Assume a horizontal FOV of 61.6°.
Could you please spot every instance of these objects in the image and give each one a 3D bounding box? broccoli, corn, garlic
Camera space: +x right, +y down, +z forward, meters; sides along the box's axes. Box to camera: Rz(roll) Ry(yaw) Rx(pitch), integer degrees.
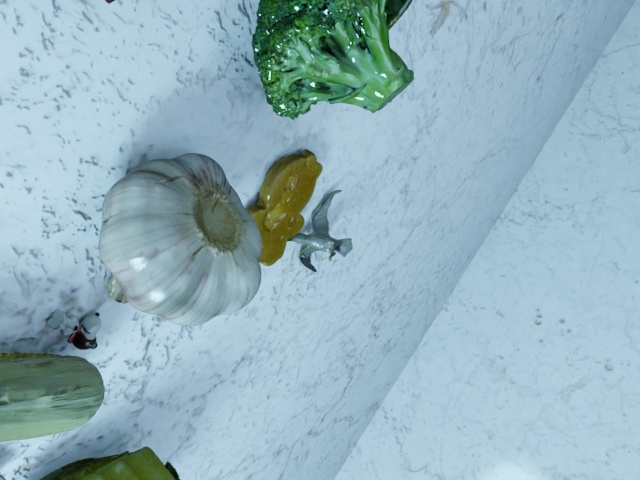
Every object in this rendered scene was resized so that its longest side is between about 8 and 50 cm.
[{"bbox_3d":[0.020,-0.288,0.776,0.269,0.241,0.261,-41,-174,36],"label":"broccoli"},{"bbox_3d":[-0.418,0.206,0.678,0.305,0.123,0.122,13,81,-61],"label":"corn"},{"bbox_3d":[-0.224,0.022,0.773,0.253,0.245,0.245,-29,166,30],"label":"garlic"}]

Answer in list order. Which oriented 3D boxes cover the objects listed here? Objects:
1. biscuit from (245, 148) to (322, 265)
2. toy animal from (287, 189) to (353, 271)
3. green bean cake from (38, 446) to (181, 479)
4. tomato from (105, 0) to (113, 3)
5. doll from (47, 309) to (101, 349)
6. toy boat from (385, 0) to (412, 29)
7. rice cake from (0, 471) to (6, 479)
[{"bbox_3d":[-0.081,-0.062,1.034,0.184,0.035,0.248,2,116,-59],"label":"biscuit"},{"bbox_3d":[0.000,0.000,1.167,0.155,0.095,0.219,-17,132,-57],"label":"toy animal"},{"bbox_3d":[-0.425,0.518,0.944,0.310,0.202,0.285,-7,137,-54],"label":"green bean cake"},{"bbox_3d":[-0.146,-0.368,0.466,0.335,0.176,0.289,-49,150,-14],"label":"tomato"},{"bbox_3d":[-0.360,0.133,0.790,0.085,0.040,0.058,16,93,-66],"label":"doll"},{"bbox_3d":[0.101,-0.401,0.954,0.210,0.052,0.104,-50,149,-11],"label":"toy boat"},{"bbox_3d":[-0.502,0.308,0.747,0.047,0.036,0.206,-47,152,-34],"label":"rice cake"}]
